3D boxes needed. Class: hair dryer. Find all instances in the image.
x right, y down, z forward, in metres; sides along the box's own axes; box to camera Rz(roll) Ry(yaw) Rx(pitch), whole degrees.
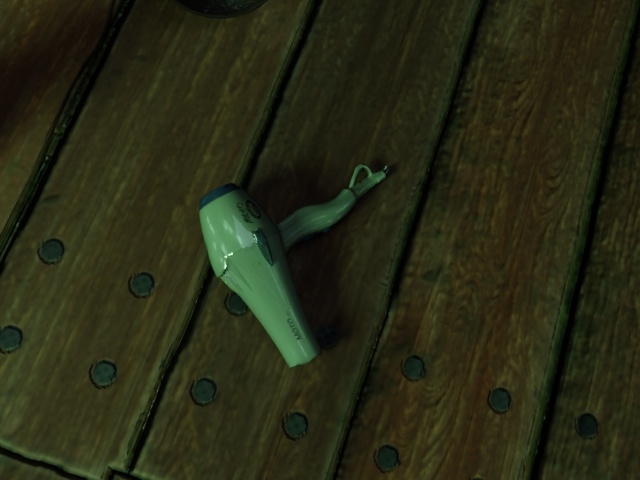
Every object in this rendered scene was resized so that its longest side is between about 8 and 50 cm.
[{"bbox_3d":[-0.001,0.020,0.809,0.199,0.067,0.167,-11,81,-30],"label":"hair dryer"}]

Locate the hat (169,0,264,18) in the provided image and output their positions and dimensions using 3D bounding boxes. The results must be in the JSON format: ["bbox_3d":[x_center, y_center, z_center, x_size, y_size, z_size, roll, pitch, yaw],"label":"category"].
[{"bbox_3d":[-0.125,-0.313,0.886,0.193,0.082,0.193,-9,104,-40],"label":"hat"}]
